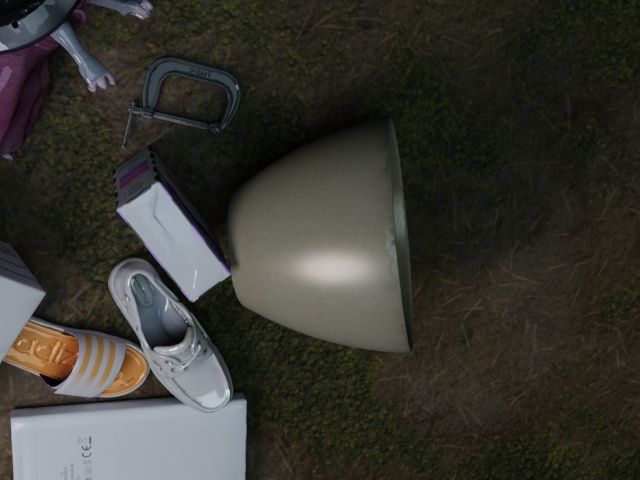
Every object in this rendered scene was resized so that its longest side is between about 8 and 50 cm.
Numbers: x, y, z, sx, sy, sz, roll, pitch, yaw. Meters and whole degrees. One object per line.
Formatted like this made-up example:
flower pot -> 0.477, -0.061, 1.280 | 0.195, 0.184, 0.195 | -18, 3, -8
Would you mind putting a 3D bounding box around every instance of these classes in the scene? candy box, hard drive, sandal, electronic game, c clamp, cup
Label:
candy box -> -0.209, -0.028, 1.443 | 0.070, 0.196, 0.165 | -35, 113, 1
hard drive -> -0.294, 0.360, 1.627 | 0.353, 0.047, 0.233 | -2, 107, -15
sandal -> -0.379, 0.178, 1.527 | 0.265, 0.076, 0.102 | 19, 102, -20
electronic game -> -0.374, -0.322, 1.196 | 0.229, 0.048, 0.229 | -1, 80, 4
c clamp -> -0.196, -0.191, 1.493 | 0.160, 0.022, 0.137 | 6, 100, -16
cup -> 0.000, 0.000, 1.475 | 0.236, 0.331, 0.331 | -4, 110, 7

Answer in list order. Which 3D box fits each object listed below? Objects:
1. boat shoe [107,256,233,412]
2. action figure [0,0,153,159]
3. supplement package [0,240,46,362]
boat shoe -> -0.216, 0.152, 1.537 | 0.098, 0.096, 0.277 | -38, 108, -12
action figure -> -0.372, -0.283, 1.313 | 0.275, 0.248, 0.370 | 32, 104, -15
supplement package -> -0.537, 0.111, 1.390 | 0.204, 0.145, 0.262 | 28, 99, -46
